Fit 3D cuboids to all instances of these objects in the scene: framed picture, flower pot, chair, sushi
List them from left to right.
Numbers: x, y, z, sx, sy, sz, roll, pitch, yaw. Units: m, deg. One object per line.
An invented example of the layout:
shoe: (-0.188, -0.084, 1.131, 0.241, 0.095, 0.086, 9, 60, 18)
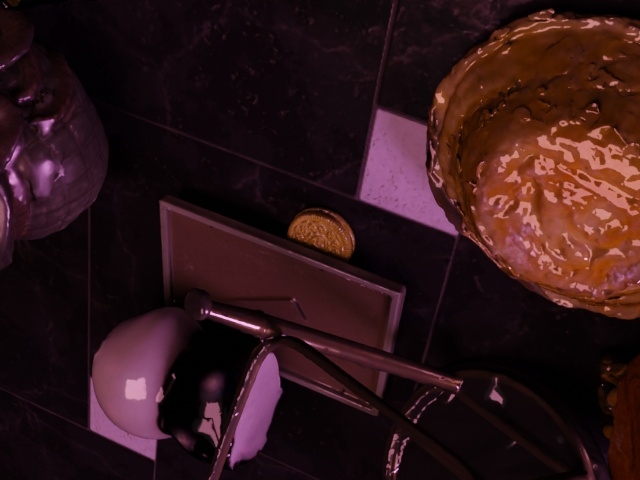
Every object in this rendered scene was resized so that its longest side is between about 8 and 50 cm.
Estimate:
flower pot: (-0.402, -0.123, 1.171, 0.302, 0.213, 0.302, 24, 142, 20)
framed picture: (-0.057, 0.085, 1.263, 0.324, 0.020, 0.240, 20, 136, 16)
chair: (0.075, 0.285, 1.031, 0.365, 0.410, 0.362, 33, 110, 39)
sushi: (0.379, 0.192, 1.044, 0.167, 0.179, 0.296, -7, 122, 12)

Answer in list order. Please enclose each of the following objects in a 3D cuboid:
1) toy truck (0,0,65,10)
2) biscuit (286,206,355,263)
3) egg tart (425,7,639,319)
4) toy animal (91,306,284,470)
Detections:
toy truck: (-0.264, -0.352, 1.036, 0.127, 0.127, 0.257, 48, 133, 12)
biscuit: (0.000, 0.000, 1.190, 0.084, 0.023, 0.084, 14, 127, 19)
egg tart: (0.247, -0.052, 0.952, 0.341, 0.132, 0.341, 15, 126, 21)
toy animal: (-0.177, 0.181, 1.288, 0.235, 0.165, 0.187, 16, 139, 23)
